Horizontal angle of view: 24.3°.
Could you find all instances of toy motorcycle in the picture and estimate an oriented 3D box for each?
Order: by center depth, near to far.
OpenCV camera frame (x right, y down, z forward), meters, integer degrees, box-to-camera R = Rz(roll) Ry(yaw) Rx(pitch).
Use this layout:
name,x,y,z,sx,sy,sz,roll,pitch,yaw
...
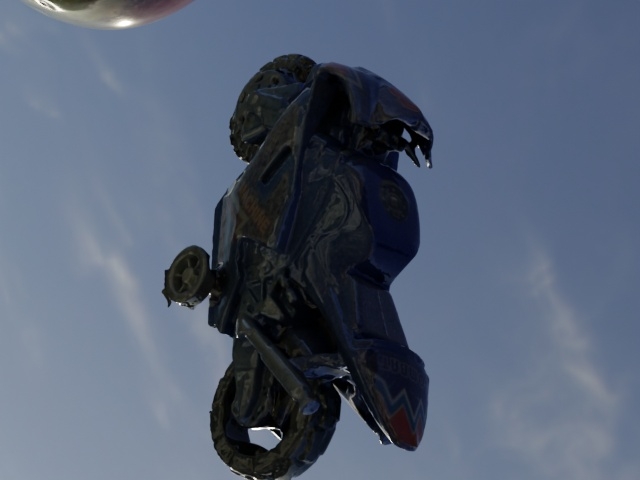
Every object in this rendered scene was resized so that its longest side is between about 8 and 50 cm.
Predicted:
name,x,y,z,sx,sy,sz,roll,pitch,yaw
toy motorcycle,0.000,0.000,0.627,0.114,0.076,0.205,-22,-124,37

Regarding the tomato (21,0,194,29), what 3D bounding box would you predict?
name,x,y,z,sx,sy,sz,roll,pitch,yaw
tomato,-0.198,-0.295,1.209,0.222,0.270,0.270,-33,-114,21
